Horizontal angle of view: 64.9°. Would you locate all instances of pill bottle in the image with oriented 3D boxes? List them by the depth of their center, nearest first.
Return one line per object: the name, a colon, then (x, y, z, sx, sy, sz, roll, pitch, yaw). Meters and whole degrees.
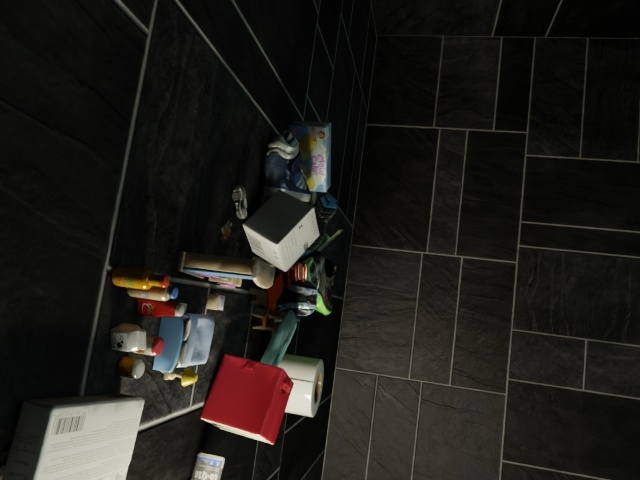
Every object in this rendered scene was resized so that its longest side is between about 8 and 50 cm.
pill bottle: (-0.316, 0.660, 1.376, 0.078, 0.078, 0.137, 71, 27, -63)

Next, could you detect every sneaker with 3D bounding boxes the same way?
sneaker: (-0.237, -0.119, 1.483, 0.043, 0.040, 0.109, -95, -174, -57)
sneaker: (-0.102, -0.265, 1.791, 0.323, 0.130, 0.236, -6, 106, -72)
sneaker: (-0.037, -0.043, 2.146, 0.340, 0.125, 0.139, -54, -178, -29)
sneaker: (0.004, 0.192, 2.262, 0.202, 0.185, 0.482, -47, 159, -12)

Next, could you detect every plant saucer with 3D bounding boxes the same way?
plant saucer: (-0.158, 0.399, 1.807, 0.317, 0.044, 0.317, -63, 175, -11)

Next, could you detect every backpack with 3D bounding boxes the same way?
backpack: (-0.090, 0.216, 1.976, 0.117, 0.174, 0.158, 1, 94, -78)

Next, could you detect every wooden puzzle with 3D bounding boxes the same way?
wooden puzzle: (-0.269, -0.026, 1.434, 0.083, 0.006, 0.049, -65, 157, -56)

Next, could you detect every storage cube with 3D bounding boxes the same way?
storage cube: (-0.207, 0.470, 1.485, 0.183, 0.215, 0.193, 75, 30, -60)

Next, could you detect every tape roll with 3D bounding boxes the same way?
tape roll: (-0.091, 0.624, 2.174, 0.246, 0.169, 0.245, 6, 90, -78)

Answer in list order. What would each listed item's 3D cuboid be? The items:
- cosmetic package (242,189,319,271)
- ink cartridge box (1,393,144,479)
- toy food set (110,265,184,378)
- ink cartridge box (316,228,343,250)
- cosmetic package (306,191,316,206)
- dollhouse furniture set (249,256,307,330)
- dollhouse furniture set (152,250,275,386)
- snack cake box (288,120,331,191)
cosmetic package: (-0.122, -0.033, 1.621, 0.183, 0.152, 0.151, -48, 151, -24)
ink cartridge box: (-0.414, 0.389, 0.849, 0.275, 0.060, 0.238, 56, 43, -72)
toy food set: (-0.334, 0.160, 0.992, 0.111, 0.105, 0.232, -38, 132, -73)
ink cartridge box: (0.000, 0.000, 2.262, 0.209, 0.062, 0.109, -42, 172, 9)
cosmetic package: (-0.053, -0.172, 2.271, 0.060, 0.041, 0.114, 56, 41, -69)
dollhouse furniture set: (-0.145, 0.154, 1.782, 0.259, 0.135, 0.261, -58, 151, -64)
dollhouse furniture set: (-0.236, 0.203, 1.249, 0.286, 0.198, 0.302, 47, 51, -74)
snack cake box: (-0.040, -0.332, 1.995, 0.089, 0.152, 0.264, -60, 153, -61)
